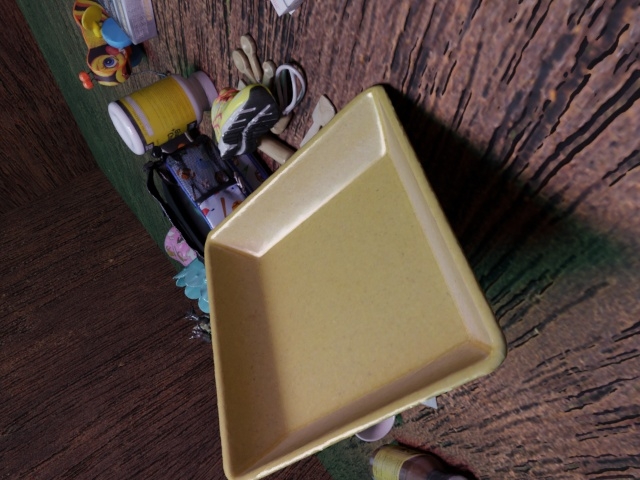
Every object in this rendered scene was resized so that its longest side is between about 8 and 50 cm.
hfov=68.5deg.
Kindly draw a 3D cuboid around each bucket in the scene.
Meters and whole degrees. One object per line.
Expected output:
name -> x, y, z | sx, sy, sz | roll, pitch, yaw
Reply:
bucket -> -0.209, 0.119, 1.183 | 0.281, 0.183, 0.281 | 36, 160, 15

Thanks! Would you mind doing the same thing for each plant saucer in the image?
plant saucer -> 0.009, 0.050, 0.521 | 0.081, 0.333, 0.333 | 23, -140, -41

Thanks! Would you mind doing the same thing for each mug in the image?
mug -> 0.096, 0.377, 1.132 | 0.113, 0.150, 0.169 | 23, 171, -18

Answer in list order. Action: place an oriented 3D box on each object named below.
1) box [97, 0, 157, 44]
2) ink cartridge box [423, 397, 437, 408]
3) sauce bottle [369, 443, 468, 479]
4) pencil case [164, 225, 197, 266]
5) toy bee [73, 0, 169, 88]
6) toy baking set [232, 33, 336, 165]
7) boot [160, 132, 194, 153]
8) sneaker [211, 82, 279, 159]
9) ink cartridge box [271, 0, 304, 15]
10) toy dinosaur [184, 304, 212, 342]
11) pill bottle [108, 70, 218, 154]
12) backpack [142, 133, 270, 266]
box -> -0.393, -0.519, 0.873 | 0.183, 0.056, 0.231 | 48, 157, 15
ink cartridge box -> 0.117, 0.221, 0.908 | 0.225, 0.056, 0.181 | 8, 134, 30
sauce bottle -> 0.220, 0.537, 1.060 | 0.111, 0.111, 0.344 | 54, 157, 2
pencil case -> -0.358, 0.078, 1.524 | 0.386, 0.167, 0.160 | 38, -175, 36
toy bee -> -0.471, -0.417, 1.032 | 0.298, 0.162, 0.195 | 46, 159, 27
toy baking set -> -0.069, -0.194, 0.713 | 0.256, 0.030, 0.197 | 41, 154, 32
boot -> -0.369, -0.246, 1.133 | 0.244, 0.088, 0.176 | 50, 166, -32
sneaker -> -0.128, -0.193, 0.707 | 0.208, 0.081, 0.094 | -21, 88, 65
ink cartridge box -> -0.038, -0.286, 0.523 | 0.048, 0.028, 0.083 | 61, 158, -13
toy dinosaur -> -0.264, 0.219, 1.133 | 0.118, 0.064, 0.268 | 37, 166, -33
pill bottle -> -0.285, -0.244, 0.874 | 0.103, 0.184, 0.103 | 44, 156, 26
backpack -> -0.192, -0.052, 0.932 | 0.263, 0.213, 0.276 | 61, 165, 8
